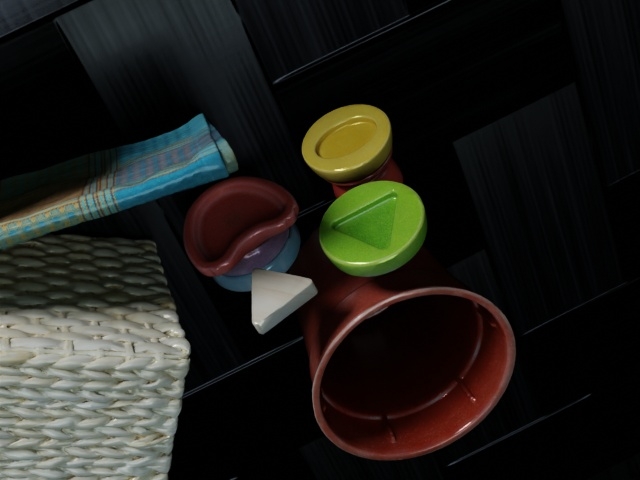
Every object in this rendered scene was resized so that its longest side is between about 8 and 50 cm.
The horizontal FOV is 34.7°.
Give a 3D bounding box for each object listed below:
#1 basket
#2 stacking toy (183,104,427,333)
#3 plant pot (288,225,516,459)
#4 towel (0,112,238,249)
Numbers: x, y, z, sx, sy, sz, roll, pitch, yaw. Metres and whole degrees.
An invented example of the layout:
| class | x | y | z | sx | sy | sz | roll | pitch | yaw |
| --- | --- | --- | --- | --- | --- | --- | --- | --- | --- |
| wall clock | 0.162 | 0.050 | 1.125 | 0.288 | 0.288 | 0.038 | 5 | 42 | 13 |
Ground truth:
| class | x | y | z | sx | sy | sz | roll | pitch | yaw |
| --- | --- | --- | --- | --- | --- | --- | --- | --- | --- |
| basket | -0.355 | 0.163 | 1.252 | 0.331 | 0.328 | 0.266 | 4 | 114 | -21 |
| stacking toy | 0.000 | 0.000 | 1.307 | 0.309 | 0.279 | 0.130 | -30 | 136 | -1 |
| plant pot | 0.085 | 0.107 | 1.397 | 0.273 | 0.265 | 0.272 | -9 | 123 | -13 |
| towel | -0.284 | -0.061 | 1.174 | 0.370 | 0.271 | 0.040 | -18 | 107 | -7 |
